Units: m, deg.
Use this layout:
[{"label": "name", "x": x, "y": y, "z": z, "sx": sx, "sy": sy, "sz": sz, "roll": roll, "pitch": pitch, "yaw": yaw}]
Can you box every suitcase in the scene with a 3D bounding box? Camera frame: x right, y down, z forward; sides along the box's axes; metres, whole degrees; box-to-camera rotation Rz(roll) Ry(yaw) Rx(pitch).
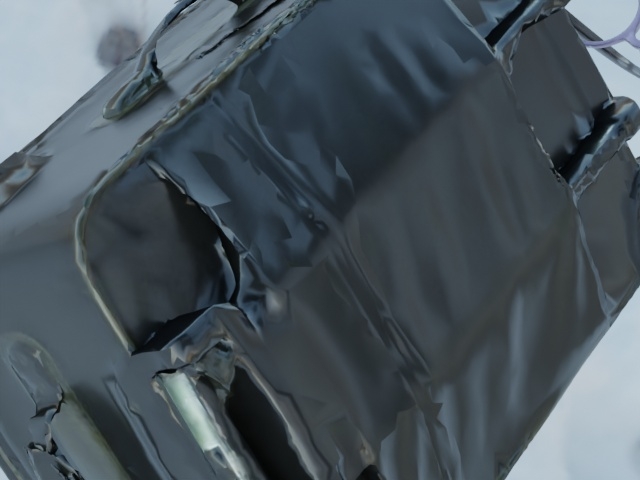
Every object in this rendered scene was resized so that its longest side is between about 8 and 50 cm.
[{"label": "suitcase", "x": 0.000, "y": 0.000, "z": 0.940, "sx": 0.283, "sy": 0.194, "sz": 0.434, "roll": 59, "pitch": 44, "yaw": -17}]

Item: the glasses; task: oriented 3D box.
[{"label": "glasses", "x": 0.212, "y": -0.109, "z": 1.174, "sx": 0.140, "sy": 0.104, "sz": 0.062, "roll": 24, "pitch": 76, "yaw": 26}]
